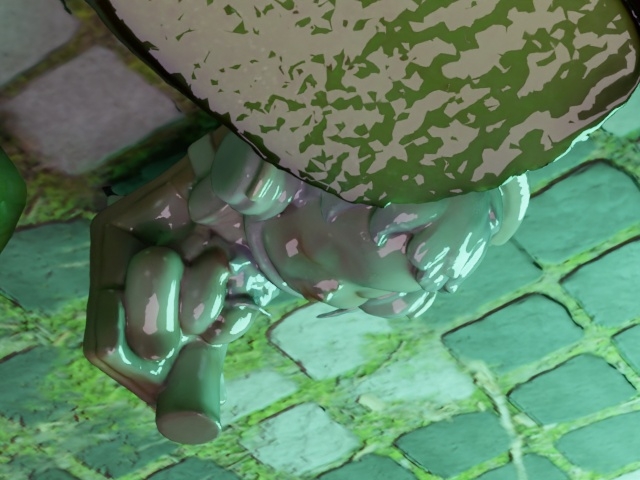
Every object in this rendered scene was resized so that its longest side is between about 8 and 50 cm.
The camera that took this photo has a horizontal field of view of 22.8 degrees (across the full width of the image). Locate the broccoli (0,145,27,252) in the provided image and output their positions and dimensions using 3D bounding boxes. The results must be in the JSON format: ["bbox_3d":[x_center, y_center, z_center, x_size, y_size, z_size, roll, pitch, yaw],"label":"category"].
[{"bbox_3d":[-0.242,-0.015,0.684,0.269,0.254,0.269,-6,175,0],"label":"broccoli"}]

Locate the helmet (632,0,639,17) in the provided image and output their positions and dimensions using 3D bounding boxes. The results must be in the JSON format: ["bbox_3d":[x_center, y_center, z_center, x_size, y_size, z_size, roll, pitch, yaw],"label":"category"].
[{"bbox_3d":[0.144,-0.148,0.716,0.111,0.057,0.089,-42,135,19],"label":"helmet"}]

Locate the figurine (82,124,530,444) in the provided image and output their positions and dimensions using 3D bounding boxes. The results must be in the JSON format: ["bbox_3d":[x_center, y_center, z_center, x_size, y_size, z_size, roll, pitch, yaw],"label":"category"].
[{"bbox_3d":[0.000,-0.003,0.789,0.236,0.141,0.162,-24,144,15],"label":"figurine"}]

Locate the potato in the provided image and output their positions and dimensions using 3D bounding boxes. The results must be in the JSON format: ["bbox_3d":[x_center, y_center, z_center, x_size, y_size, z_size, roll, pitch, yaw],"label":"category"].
[{"bbox_3d":[0.001,-0.133,0.651,0.271,0.111,0.160,35,119,-28],"label":"potato"}]
